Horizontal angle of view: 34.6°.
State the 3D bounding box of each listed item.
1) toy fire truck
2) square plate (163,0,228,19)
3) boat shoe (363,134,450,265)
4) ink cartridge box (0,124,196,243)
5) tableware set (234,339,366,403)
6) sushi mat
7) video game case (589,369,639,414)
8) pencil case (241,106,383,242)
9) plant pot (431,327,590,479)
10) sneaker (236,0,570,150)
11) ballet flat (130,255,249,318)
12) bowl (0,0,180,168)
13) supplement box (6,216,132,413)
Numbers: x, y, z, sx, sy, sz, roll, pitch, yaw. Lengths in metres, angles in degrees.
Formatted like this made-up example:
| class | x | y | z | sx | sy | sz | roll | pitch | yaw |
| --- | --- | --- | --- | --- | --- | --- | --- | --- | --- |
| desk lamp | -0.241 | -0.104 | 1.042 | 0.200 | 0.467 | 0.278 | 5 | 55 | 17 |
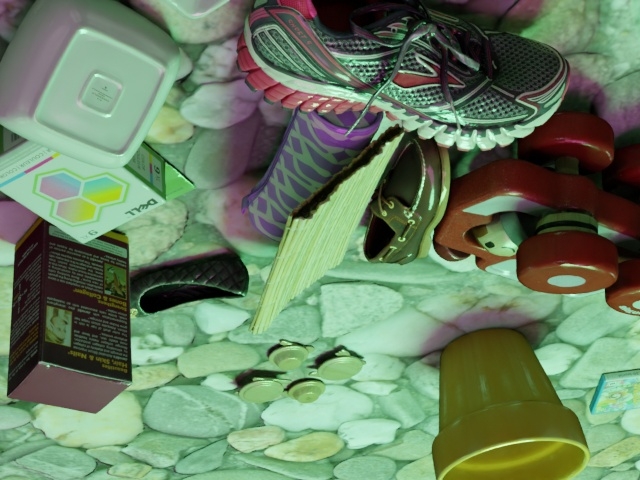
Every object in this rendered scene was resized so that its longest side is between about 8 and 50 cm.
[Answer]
| class | x | y | z | sx | sy | sz | roll | pitch | yaw |
| --- | --- | --- | --- | --- | --- | --- | --- | --- | --- |
| toy fire truck | 0.257 | -0.005 | 1.130 | 0.302 | 0.169 | 0.254 | 15 | 157 | -28 |
| square plate | -0.068 | -0.336 | 0.674 | 0.347 | 0.049 | 0.344 | -28 | 140 | 24 |
| boat shoe | 0.089 | -0.036 | 1.103 | 0.073 | 0.073 | 0.207 | -7 | 145 | -11 |
| ink cartridge box | -0.225 | -0.061 | 1.012 | 0.109 | 0.062 | 0.209 | -24 | 142 | 20 |
| tableware set | -0.029 | 0.191 | 1.442 | 0.141 | 0.020 | 0.168 | 15 | 137 | -32 |
| sushi mat | 0.000 | 0.000 | 1.054 | 0.151 | 0.019 | 0.316 | -43 | 170 | -24 |
| video game case | 0.516 | 0.234 | 1.622 | 0.166 | 0.015 | 0.119 | -7 | 144 | -2 |
| pencil case | -0.010 | -0.080 | 1.011 | 0.088 | 0.086 | 0.206 | 10 | 141 | -15 |
| plant pot | 0.243 | 0.232 | 1.411 | 0.205 | 0.188 | 0.205 | -6 | 145 | -4 |
| sneaker | 0.083 | -0.158 | 0.886 | 0.299 | 0.121 | 0.112 | 5 | 148 | -18 |
| ballet flat | -0.166 | 0.061 | 1.205 | 0.173 | 0.049 | 0.057 | -17 | 143 | 12 |
| bowl | -0.194 | -0.133 | 0.873 | 0.142 | 0.053 | 0.142 | 24 | 101 | -36 |
| supplement box | -0.264 | 0.076 | 1.085 | 0.104 | 0.188 | 0.081 | 19 | 137 | -34 |
